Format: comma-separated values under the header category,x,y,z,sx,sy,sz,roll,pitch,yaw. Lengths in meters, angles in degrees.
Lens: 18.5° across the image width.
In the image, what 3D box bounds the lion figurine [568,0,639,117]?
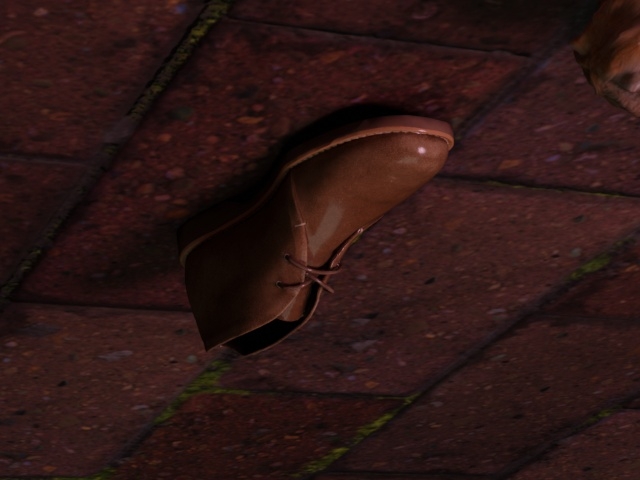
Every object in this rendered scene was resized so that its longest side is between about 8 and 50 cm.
category,x,y,z,sx,sy,sz,roll,pitch,yaw
lion figurine,0.364,-0.125,1.267,0.392,0.142,0.240,20,132,-34

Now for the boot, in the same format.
category,x,y,z,sx,sy,sz,roll,pitch,yaw
boot,0.000,0.000,1.513,0.112,0.115,0.305,13,149,-34
